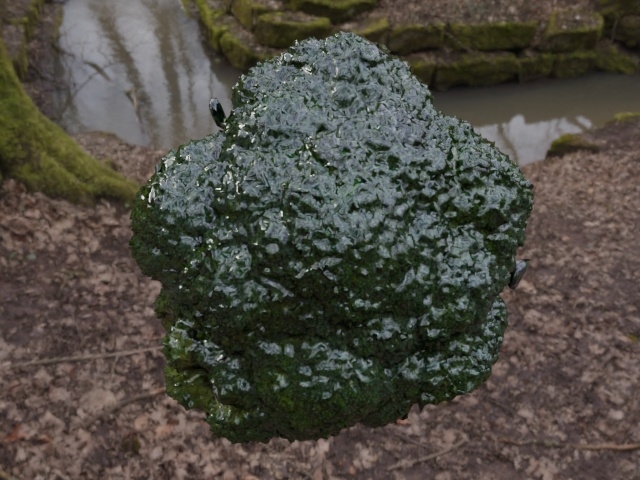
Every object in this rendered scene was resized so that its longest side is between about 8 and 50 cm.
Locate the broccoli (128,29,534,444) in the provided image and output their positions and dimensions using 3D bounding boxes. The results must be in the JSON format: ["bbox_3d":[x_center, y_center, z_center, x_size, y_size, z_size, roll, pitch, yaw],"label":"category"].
[{"bbox_3d":[0.000,0.000,0.522,0.321,0.283,0.303,-23,87,-10],"label":"broccoli"}]
